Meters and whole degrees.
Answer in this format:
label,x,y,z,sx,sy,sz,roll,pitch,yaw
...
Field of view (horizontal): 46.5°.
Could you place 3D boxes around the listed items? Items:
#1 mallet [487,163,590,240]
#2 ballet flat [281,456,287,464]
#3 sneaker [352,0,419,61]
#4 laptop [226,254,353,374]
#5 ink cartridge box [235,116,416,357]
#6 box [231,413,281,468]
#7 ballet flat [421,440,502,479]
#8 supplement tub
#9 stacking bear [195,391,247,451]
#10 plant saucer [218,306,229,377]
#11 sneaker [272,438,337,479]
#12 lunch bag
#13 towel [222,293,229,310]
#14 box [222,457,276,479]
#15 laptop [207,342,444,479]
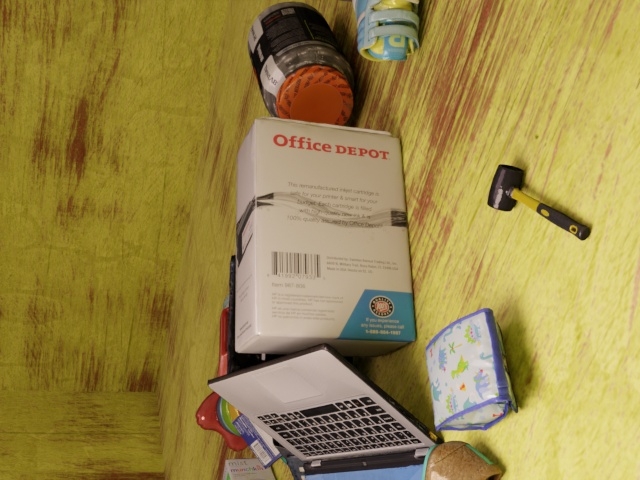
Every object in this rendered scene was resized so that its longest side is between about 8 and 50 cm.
label,x,y,z,sx,sy,sz,roll,pitch,yaw
mallet,0.276,-0.036,0.958,0.189,0.039,0.062,-122,42,-54
ballet flat,-0.099,0.360,1.764,0.348,0.123,0.123,61,153,8
sneaker,0.143,-0.439,1.299,0.319,0.127,0.208,113,158,-63
laptop,-0.052,0.159,1.456,0.136,0.264,0.234,128,143,-73
ink cartridge box,0.000,0.000,1.347,0.166,0.286,0.394,136,136,-62
box,-0.097,0.405,1.678,0.136,0.036,0.225,51,126,13
ballet flat,0.186,0.448,0.999,0.124,0.116,0.342,5,83,44
supplement tub,-0.044,-0.385,1.683,0.338,0.207,0.207,-108,30,-49
stacking bear,-0.177,0.439,1.949,0.289,0.175,0.164,-29,24,55
plant saucer,-0.125,0.181,1.685,0.047,0.259,0.258,61,-174,-24
sneaker,-0.038,0.447,1.552,0.131,0.148,0.350,-116,36,-56
lunch bag,0.208,0.177,1.001,0.151,0.096,0.128,109,159,-59
towel,-0.210,0.273,2.172,0.374,0.090,0.320,126,145,-56
box,-0.183,0.740,1.933,0.231,0.127,0.261,-131,48,-61
laptop,-0.002,0.410,1.218,0.382,0.408,0.236,-27,26,50
